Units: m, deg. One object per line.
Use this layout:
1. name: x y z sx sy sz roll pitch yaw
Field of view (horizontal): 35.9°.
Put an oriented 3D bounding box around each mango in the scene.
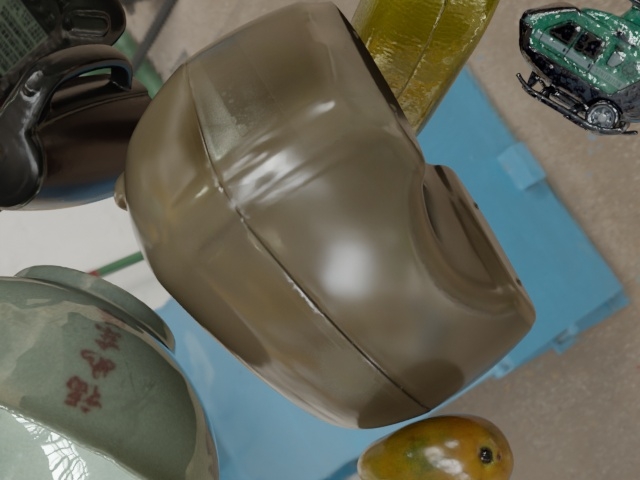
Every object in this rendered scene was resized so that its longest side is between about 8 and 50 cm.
1. mango: 0.106 0.217 0.959 0.163 0.111 0.089 -12 68 21

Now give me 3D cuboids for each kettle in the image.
1. kettle: -0.268 -0.116 1.056 0.144 0.232 0.202 41 111 4

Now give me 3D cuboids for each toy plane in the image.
1. toy plane: 0.338 -0.168 1.001 0.382 0.106 0.155 36 111 22

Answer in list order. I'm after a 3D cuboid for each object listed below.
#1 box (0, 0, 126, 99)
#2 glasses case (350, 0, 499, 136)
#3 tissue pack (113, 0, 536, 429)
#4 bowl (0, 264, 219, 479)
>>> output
1. box: -0.402 -0.281 1.185 0.073 0.289 0.290 30 159 45
2. glasses case: 0.105 -0.256 1.227 0.141 0.173 0.371 16 148 -9
3. tissue pack: 0.000 0.000 0.921 0.387 0.277 0.267 46 -166 -41
4. bowl: -0.260 0.151 0.961 0.435 0.196 0.435 15 148 10
